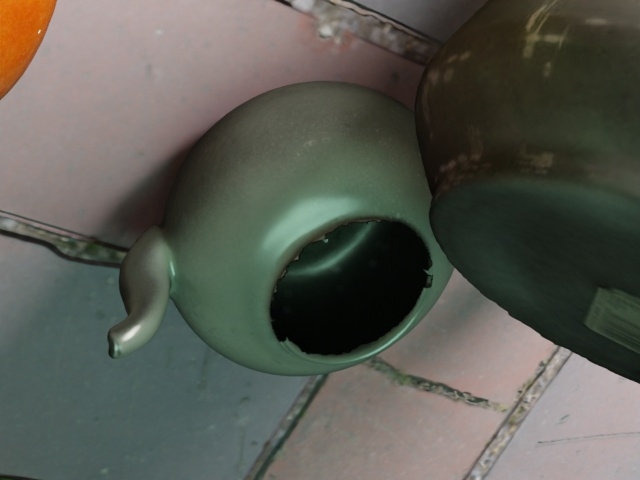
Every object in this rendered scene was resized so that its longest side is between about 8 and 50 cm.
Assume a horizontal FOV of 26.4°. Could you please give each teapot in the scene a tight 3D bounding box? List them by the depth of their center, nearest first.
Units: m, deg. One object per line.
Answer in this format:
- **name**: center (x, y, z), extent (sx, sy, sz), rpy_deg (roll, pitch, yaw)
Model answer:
- **teapot**: center (0.245, -0.100, 0.759), extent (0.361, 0.306, 0.376), rpy_deg (-61, 167, -17)
- **teapot**: center (0.000, 0.000, 0.840), extent (0.294, 0.129, 0.193), rpy_deg (-11, 128, -18)

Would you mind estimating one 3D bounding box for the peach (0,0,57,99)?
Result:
- **peach**: center (-0.205, -0.137, 0.622), extent (0.184, 0.184, 0.184), rpy_deg (-13, 127, -17)
